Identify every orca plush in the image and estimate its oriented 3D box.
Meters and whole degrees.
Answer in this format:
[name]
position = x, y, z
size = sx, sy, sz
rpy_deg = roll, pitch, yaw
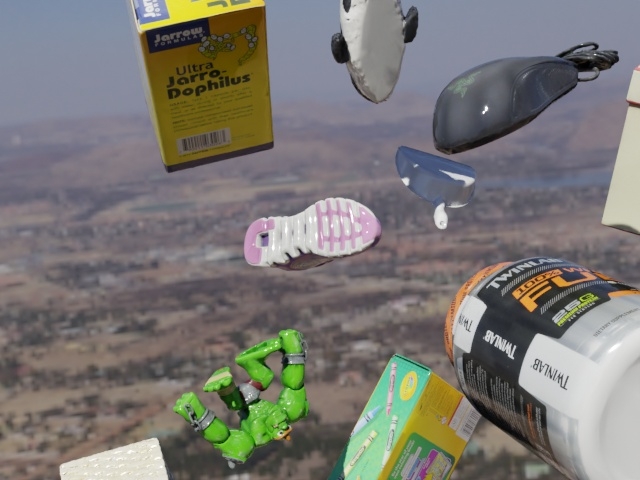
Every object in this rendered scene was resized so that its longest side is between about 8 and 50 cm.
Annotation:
[orca plush]
position = 0.044, -0.338, 1.727
size = 0.151, 0.287, 0.102
rpy_deg = -40, 42, -14

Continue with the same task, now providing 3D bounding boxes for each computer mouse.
[computer mouse]
position = 0.201, -0.170, 1.332
size = 0.188, 0.072, 0.272
rpy_deg = -15, 13, 36

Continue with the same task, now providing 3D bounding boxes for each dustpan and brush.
[dustpan and brush]
position = 0.198, -0.081, 2.010
size = 0.147, 0.060, 0.211
rpy_deg = 16, 21, -9

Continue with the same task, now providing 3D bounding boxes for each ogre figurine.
[ogre figurine]
position = -0.084, 0.206, 1.549
size = 0.097, 0.118, 0.197
rpy_deg = -15, 16, 37

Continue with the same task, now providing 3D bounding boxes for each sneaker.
[sneaker]
position = 0.000, 0.000, 1.890
size = 0.236, 0.095, 0.104
rpy_deg = -10, -24, 32

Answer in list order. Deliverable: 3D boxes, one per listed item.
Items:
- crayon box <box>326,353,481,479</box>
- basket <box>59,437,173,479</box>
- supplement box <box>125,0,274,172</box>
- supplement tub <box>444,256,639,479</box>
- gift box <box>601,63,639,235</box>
[crayon box]
position = 0.113, 0.328, 1.768
size = 0.081, 0.278, 0.165
rpy_deg = 20, -12, 44
[basket]
position = -0.297, 0.379, 1.784
size = 0.167, 0.103, 0.113
rpy_deg = -16, 37, -10
[supplement box]
position = -0.196, -0.304, 1.946
size = 0.195, 0.194, 0.356
rpy_deg = -14, -31, -8
[supplement tub]
position = 0.256, 0.127, 1.201
size = 0.193, 0.193, 0.316
rpy_deg = -8, 13, -18
[gift box]
position = 0.536, -0.131, 1.614
size = 0.255, 0.258, 0.276
rpy_deg = 15, 22, 16
